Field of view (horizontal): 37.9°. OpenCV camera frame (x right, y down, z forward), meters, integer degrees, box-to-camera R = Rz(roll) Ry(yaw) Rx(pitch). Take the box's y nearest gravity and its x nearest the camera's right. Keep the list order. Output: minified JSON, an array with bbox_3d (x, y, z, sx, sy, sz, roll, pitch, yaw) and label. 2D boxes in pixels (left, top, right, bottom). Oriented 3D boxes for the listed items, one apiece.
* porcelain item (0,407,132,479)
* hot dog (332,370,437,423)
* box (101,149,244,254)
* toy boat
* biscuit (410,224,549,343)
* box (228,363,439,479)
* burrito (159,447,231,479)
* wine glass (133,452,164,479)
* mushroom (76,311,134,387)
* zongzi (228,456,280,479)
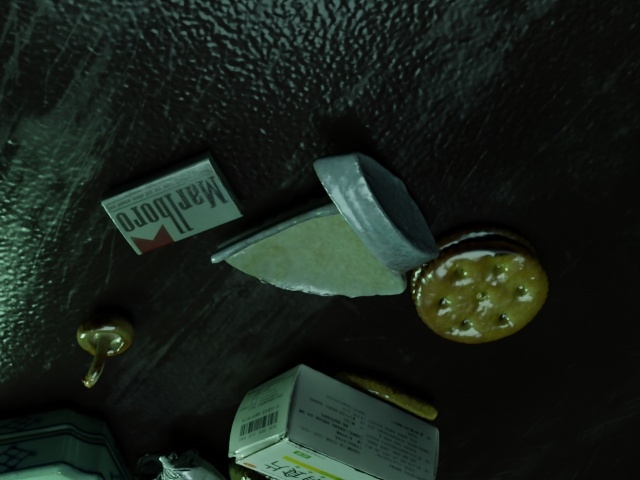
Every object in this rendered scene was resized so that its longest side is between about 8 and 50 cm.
[{"bbox_3d":[-0.497,0.443,1.681,0.285,0.157,0.282,-12,132,3],"label":"porcelain item"},{"bbox_3d":[0.119,0.276,1.668,0.215,0.047,0.066,22,156,-19],"label":"hot dog"},{"bbox_3d":[-0.216,-0.054,1.374,0.177,0.036,0.115,-20,128,11],"label":"box"},{"bbox_3d":[0.032,-0.003,1.409,0.276,0.111,0.293,31,133,-27],"label":"toy boat"},{"bbox_3d":[0.254,0.074,1.502,0.220,0.066,0.221,-2,129,-3],"label":"biscuit"},{"bbox_3d":[0.027,0.356,1.634,0.332,0.145,0.173,28,141,-25],"label":"box"},{"bbox_3d":[-0.183,0.509,1.781,0.101,0.139,0.445,-54,129,-20],"label":"burrito"},{"bbox_3d":[-0.301,0.479,1.782,0.072,0.072,0.155,-13,129,6],"label":"wine glass"},{"bbox_3d":[-0.362,0.173,1.519,0.088,0.072,0.130,30,88,-42],"label":"mushroom"},{"bbox_3d":[0.006,0.434,1.758,0.300,0.145,0.274,-38,111,-17],"label":"zongzi"}]
